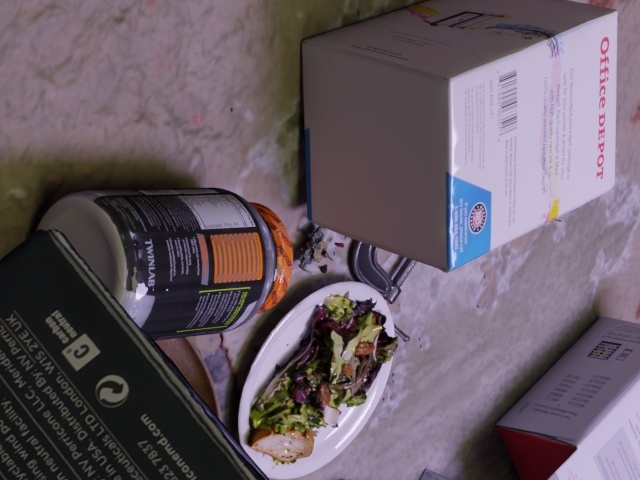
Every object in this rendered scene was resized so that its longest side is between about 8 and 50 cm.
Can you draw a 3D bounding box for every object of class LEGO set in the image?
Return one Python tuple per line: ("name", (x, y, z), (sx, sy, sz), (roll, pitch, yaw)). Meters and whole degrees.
("LEGO set", (0.000, 0.002, 1.508), (0.083, 0.023, 0.054), (-25, 131, -57))

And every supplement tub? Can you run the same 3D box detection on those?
("supplement tub", (-0.117, 0.018, 1.295), (0.190, 0.117, 0.117), (-2, 111, -50))

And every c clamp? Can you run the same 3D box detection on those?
("c clamp", (0.083, 0.001, 1.605), (0.137, 0.022, 0.161), (37, 82, -47))

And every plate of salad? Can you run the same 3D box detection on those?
("plate of salad", (0.005, 0.133, 1.555), (0.200, 0.048, 0.200), (-24, 127, -37))

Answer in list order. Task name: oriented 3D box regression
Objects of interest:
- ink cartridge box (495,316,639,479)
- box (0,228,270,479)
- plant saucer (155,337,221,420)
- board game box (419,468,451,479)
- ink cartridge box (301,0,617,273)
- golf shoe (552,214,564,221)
("ink cartridge box", (0.333, 0.292, 1.904), (0.272, 0.130, 0.309), (-41, 119, -28))
("box", (-0.225, 0.225, 1.049), (0.395, 0.212, 0.293), (-40, 164, -7))
("plant saucer", (-0.161, 0.135, 1.308), (0.198, 0.036, 0.199), (23, 56, -38))
("board game box", (0.161, 0.278, 1.789), (0.090, 0.090, 0.020), (33, 86, -52))
("ink cartridge box", (0.124, -0.106, 1.462), (0.232, 0.168, 0.171), (-23, 121, -41))
("golf shoe", (0.185, -0.066, 1.659), (0.176, 0.069, 0.086), (13, 78, -63))
